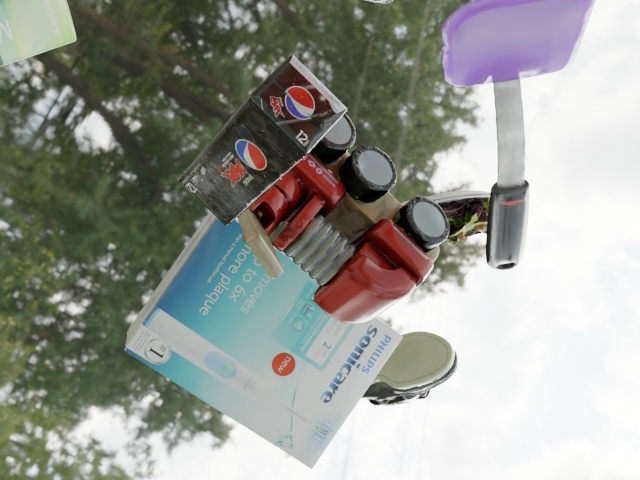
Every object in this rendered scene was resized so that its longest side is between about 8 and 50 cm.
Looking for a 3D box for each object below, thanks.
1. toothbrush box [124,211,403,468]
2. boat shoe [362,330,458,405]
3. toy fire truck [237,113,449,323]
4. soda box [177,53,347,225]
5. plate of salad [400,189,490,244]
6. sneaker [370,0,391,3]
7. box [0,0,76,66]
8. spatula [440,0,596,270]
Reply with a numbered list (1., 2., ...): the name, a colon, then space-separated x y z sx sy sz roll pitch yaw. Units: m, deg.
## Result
1. toothbrush box: -0.077 0.126 1.192 0.216 0.295 0.126 -54 -167 -2
2. boat shoe: 0.168 0.274 1.799 0.340 0.113 0.127 -26 -143 45
3. toy fire truck: 0.000 0.000 0.904 0.158 0.217 0.246 -41 -173 49
4. soda box: -0.049 -0.070 0.683 0.053 0.060 0.169 -50 -171 -29
5. plate of salad: 0.146 -0.018 1.084 0.200 0.199 0.048 -25 -111 50
6. sneaker: 0.097 -0.375 1.039 0.221 0.087 0.083 -54 -147 15
7. box: -0.398 -0.139 0.738 0.232 0.058 0.322 5 -150 37
8. spatula: 0.124 -0.057 0.590 0.084 0.296 0.030 -8 -126 4
